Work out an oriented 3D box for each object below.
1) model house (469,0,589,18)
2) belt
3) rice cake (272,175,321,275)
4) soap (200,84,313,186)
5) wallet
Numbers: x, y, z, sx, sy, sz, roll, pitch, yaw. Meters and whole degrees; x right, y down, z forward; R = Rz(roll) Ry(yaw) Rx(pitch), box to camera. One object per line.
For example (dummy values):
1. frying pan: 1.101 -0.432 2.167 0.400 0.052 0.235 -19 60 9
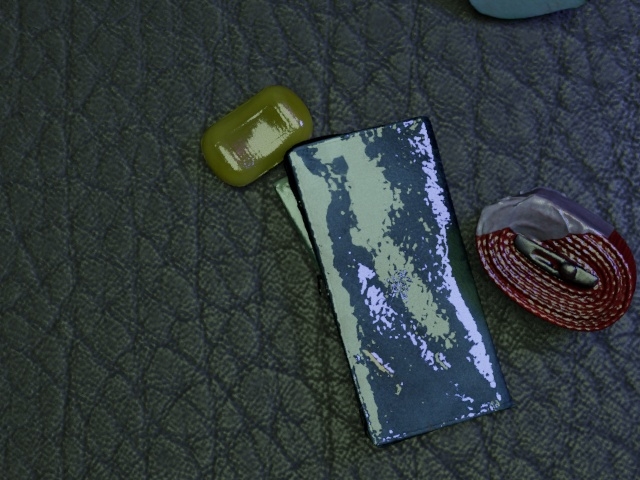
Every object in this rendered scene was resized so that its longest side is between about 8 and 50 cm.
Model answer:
1. model house: 0.252 -0.364 1.687 0.148 0.119 0.148 -8 51 24
2. belt: 0.280 0.019 1.625 0.201 0.124 0.128 35 105 10
3. rice cake: 0.000 0.000 1.680 0.042 0.030 0.180 -29 85 -6
4. soap: -0.078 -0.128 1.689 0.140 0.045 0.089 -36 87 -4
5. wallet: 0.093 0.044 1.648 0.191 0.046 0.378 -15 84 -12
